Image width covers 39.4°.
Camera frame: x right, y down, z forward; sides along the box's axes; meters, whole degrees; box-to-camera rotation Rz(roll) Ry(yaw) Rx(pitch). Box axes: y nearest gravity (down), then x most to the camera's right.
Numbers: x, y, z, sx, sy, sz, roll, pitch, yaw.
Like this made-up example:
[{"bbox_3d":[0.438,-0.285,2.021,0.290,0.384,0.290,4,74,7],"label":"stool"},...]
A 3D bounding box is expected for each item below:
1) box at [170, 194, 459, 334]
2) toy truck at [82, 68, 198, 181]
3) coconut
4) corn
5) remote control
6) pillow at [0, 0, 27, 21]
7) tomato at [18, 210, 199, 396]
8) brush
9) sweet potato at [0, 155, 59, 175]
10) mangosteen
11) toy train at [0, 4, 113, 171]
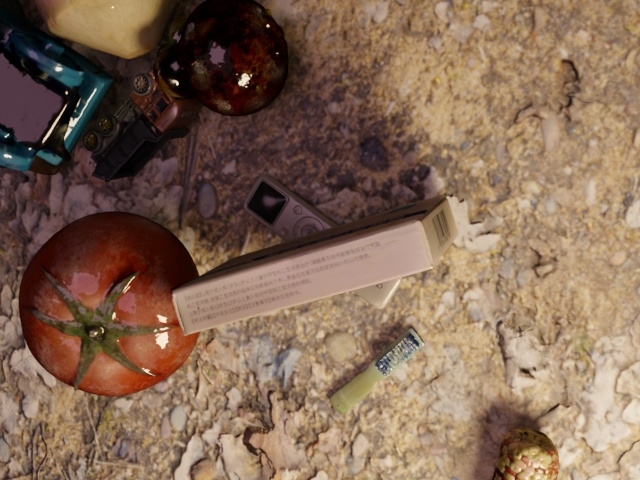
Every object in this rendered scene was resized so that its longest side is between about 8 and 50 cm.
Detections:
[{"bbox_3d":[-0.003,0.029,1.170,0.343,0.200,0.065,-16,96,20],"label":"box"},{"bbox_3d":[-0.267,-0.167,1.327,0.192,0.083,0.092,-43,83,23],"label":"toy truck"},{"bbox_3d":[-0.304,-0.361,1.239,0.197,0.237,0.237,-25,90,-12],"label":"coconut"},{"bbox_3d":[0.266,0.380,1.220,0.086,0.086,0.253,14,105,18],"label":"corn"},{"bbox_3d":[0.000,0.000,1.282,0.261,0.029,0.067,37,109,11],"label":"remote control"},{"bbox_3d":[-0.531,-0.336,1.392,0.161,0.092,0.335,-24,91,28],"label":"pillow"},{"bbox_3d":[-0.299,0.087,1.300,0.264,0.265,0.265,4,101,20],"label":"tomato"},{"bbox_3d":[0.079,0.194,1.289,0.033,0.030,0.178,45,111,-2],"label":"brush"},{"bbox_3d":[-0.524,-0.152,1.440,0.273,0.067,0.067,19,106,22],"label":"sweet potato"},{"bbox_3d":[-0.134,-0.245,1.216,0.184,0.172,0.173,-21,91,4],"label":"mangosteen"},{"bbox_3d":[-0.445,-0.229,1.215,0.300,0.265,0.188,31,99,-11],"label":"toy train"}]
